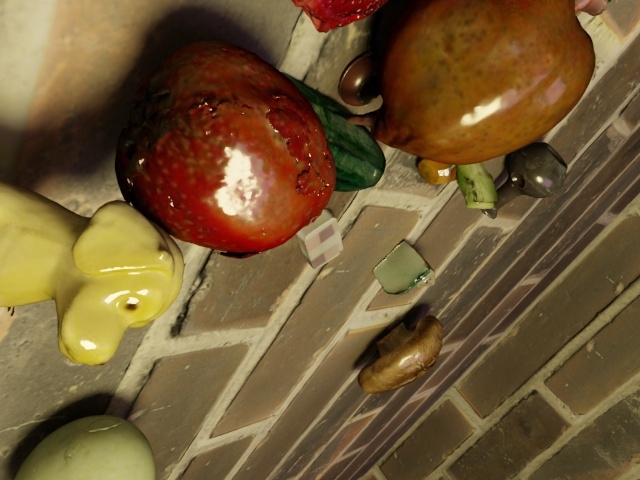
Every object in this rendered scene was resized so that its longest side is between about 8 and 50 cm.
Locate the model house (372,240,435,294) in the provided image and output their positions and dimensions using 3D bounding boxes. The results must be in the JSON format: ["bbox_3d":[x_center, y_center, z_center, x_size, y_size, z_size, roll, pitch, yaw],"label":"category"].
[{"bbox_3d":[0.179,0.072,0.987,0.101,0.087,0.100,-43,148,11],"label":"model house"}]

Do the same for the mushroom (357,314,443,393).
[{"bbox_3d":[0.215,0.306,1.264,0.278,0.146,0.278,-38,171,-7],"label":"mushroom"}]

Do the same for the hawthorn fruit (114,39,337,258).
[{"bbox_3d":[-0.058,-0.073,0.437,0.235,0.181,0.181,10,124,-39],"label":"hawthorn fruit"}]

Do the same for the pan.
[{"bbox_3d":[0.059,-0.207,0.563,0.069,0.023,0.115,-20,144,-29],"label":"pan"}]

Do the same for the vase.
[{"bbox_3d":[0.408,-0.116,0.987,0.120,0.120,0.183,-2,147,-46],"label":"vase"}]

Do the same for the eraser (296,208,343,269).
[{"bbox_3d":[0.000,0.000,0.760,0.065,0.026,0.105,-36,149,-14],"label":"eraser"}]

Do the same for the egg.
[{"bbox_3d":[-0.342,0.363,0.692,0.187,0.186,0.253,5,124,-50],"label":"egg"}]

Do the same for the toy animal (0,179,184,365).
[{"bbox_3d":[-0.224,0.013,0.353,0.169,0.233,0.121,15,84,-58],"label":"toy animal"}]

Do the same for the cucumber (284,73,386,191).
[{"bbox_3d":[0.020,-0.110,0.611,0.244,0.063,0.115,5,127,-52],"label":"cucumber"}]

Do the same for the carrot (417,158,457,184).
[{"bbox_3d":[0.276,-0.176,0.804,0.260,0.070,0.070,-34,149,-16],"label":"carrot"}]

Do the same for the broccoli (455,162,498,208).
[{"bbox_3d":[0.187,-0.134,0.636,0.118,0.204,0.122,-15,156,19],"label":"broccoli"}]

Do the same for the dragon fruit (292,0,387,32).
[{"bbox_3d":[0.048,-0.280,0.352,0.262,0.163,0.189,-38,120,-11],"label":"dragon fruit"}]

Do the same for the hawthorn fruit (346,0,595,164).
[{"bbox_3d":[0.145,-0.178,0.516,0.248,0.208,0.208,-31,151,12],"label":"hawthorn fruit"}]

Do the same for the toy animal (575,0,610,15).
[{"bbox_3d":[0.323,-0.307,0.679,0.103,0.100,0.208,34,111,-18],"label":"toy animal"}]
